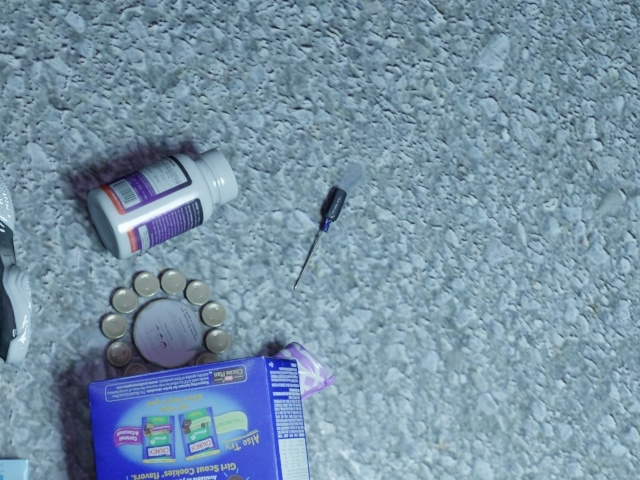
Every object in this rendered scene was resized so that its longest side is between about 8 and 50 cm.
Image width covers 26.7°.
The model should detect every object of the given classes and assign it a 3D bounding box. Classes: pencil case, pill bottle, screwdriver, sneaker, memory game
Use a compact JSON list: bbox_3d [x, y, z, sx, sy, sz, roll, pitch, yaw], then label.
[{"bbox_3d":[-0.084,0.231,1.882,0.206,0.086,0.088,-41,56,-20],"label":"pencil case"},{"bbox_3d":[-0.219,-0.057,1.896,0.193,0.108,0.108,-25,86,-21],"label":"pill bottle"},{"bbox_3d":[0.000,0.000,2.001,0.025,0.024,0.170,31,75,-39],"label":"screwdriver"},{"bbox_3d":[-0.476,0.042,1.795,0.153,0.101,0.269,-7,74,-24],"label":"sneaker"},{"bbox_3d":[-0.217,0.131,1.905,0.186,0.012,0.186,4,77,-16],"label":"memory game"}]

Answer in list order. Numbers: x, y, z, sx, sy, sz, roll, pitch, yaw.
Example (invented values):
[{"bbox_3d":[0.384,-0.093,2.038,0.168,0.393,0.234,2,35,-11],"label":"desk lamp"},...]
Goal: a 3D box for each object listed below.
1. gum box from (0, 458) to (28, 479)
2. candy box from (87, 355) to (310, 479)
[{"bbox_3d":[-0.461,0.380,1.758,0.156,0.041,0.184,2,78,-17],"label":"gum box"},{"bbox_3d":[-0.150,0.324,1.746,0.268,0.122,0.317,-10,79,23],"label":"candy box"}]
